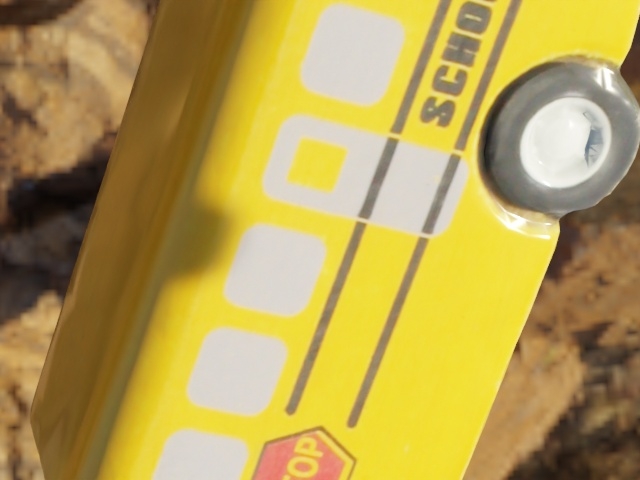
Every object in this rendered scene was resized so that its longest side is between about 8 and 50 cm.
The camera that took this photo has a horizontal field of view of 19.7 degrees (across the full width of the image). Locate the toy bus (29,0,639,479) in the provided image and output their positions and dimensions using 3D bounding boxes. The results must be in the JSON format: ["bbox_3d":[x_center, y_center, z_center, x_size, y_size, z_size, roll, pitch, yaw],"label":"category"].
[{"bbox_3d":[0.000,0.000,0.585,0.130,0.332,0.108,13,-161,-22],"label":"toy bus"}]
